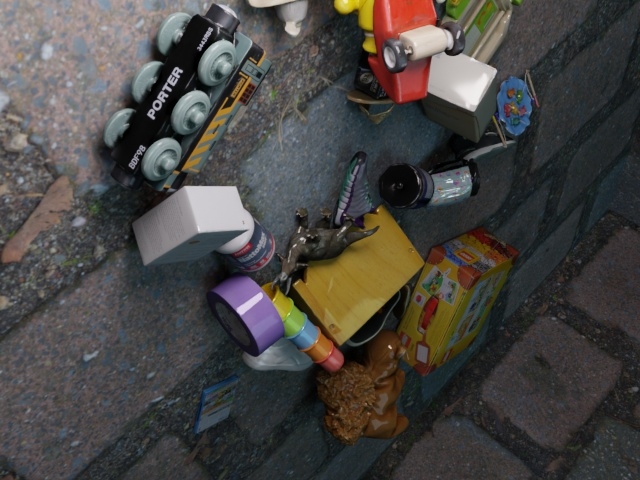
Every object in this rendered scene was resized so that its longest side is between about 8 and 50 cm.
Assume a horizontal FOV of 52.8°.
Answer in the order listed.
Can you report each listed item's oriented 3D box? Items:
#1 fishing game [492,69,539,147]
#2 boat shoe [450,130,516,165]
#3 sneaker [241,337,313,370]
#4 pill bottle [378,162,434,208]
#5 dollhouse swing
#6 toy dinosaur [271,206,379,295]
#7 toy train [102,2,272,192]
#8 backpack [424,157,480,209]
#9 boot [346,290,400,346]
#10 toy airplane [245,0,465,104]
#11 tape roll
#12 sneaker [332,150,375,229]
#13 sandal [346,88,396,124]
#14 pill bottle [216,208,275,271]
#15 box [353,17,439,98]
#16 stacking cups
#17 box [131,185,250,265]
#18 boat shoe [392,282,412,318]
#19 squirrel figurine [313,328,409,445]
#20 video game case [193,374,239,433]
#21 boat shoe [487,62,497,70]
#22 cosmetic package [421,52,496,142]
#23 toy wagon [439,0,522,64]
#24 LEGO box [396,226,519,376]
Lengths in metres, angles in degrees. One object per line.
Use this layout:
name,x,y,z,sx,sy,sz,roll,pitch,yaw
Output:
fishing game,0.619,-0.426,2.025,0.264,0.041,0.189,-42,117,-32
boat shoe,0.519,-0.306,2.042,0.303,0.091,0.114,-18,164,-50
sneaker,-0.075,0.276,1.826,0.293,0.108,0.169,7,120,-55
pill bottle,0.247,-0.147,1.788,0.122,0.123,0.219,-60,162,13
dollhouse swing,0.068,0.107,1.892,0.347,0.305,0.315,-42,107,-17
toy dinosaur,0.000,0.000,1.627,0.314,0.121,0.160,-22,146,-32
toy train,-0.217,-0.223,1.072,0.333,0.142,0.190,-57,160,9
backpack,0.379,-0.162,1.923,0.182,0.115,0.152,-14,159,3
boot,0.142,0.252,2.071,0.244,0.088,0.176,-46,-177,-25
toy airplane,0.096,-0.486,1.146,0.386,0.272,0.384,27,89,-24
tape roll,-0.173,0.171,1.490,0.080,0.189,0.189,-38,147,-25
sneaker,0.103,-0.125,1.634,0.083,0.098,0.223,-82,-171,-49
sandal,0.145,-0.313,1.519,0.240,0.088,0.079,-26,135,-47
pill bottle,-0.179,-0.011,1.371,0.108,0.108,0.180,-50,150,-4
box,0.169,-0.422,1.444,0.147,0.078,0.180,-21,138,-43
stacking cups,-0.057,0.241,1.694,0.096,0.096,0.316,-47,123,-10
box,-0.242,-0.027,1.201,0.171,0.090,0.130,-27,167,35
boat shoe,0.306,0.222,2.350,0.049,0.056,0.152,-19,137,-37
squirrel figurine,0.164,0.499,2.248,0.397,0.281,0.370,-12,125,-52
video game case,-0.293,0.460,1.810,0.119,0.015,0.166,-17,136,-45
boat shoe,0.440,-0.424,1.850,0.190,0.068,0.072,-54,164,22
cosmetic package,0.344,-0.356,1.602,0.113,0.160,0.309,-62,163,4
toy wagon,0.383,-0.553,1.616,0.267,0.068,0.344,-57,149,8
LEGO box,0.522,0.236,2.529,0.373,0.193,0.499,-19,136,-45
